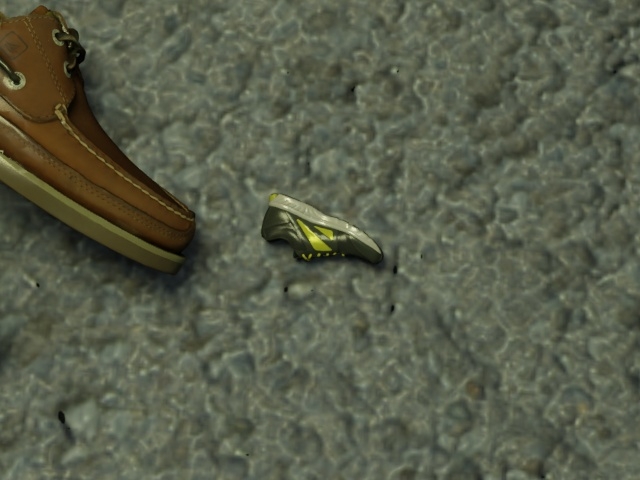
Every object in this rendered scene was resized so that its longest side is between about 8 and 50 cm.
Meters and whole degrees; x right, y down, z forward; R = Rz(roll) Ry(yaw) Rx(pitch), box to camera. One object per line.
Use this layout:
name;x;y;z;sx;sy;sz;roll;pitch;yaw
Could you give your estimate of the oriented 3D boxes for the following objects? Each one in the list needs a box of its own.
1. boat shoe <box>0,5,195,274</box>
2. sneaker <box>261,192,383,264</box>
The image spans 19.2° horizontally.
boat shoe;-0.189;-0.098;1.151;0.307;0.111;0.104;36;88;-13
sneaker;0.000;0.000;1.219;0.083;0.031;0.035;25;88;6
